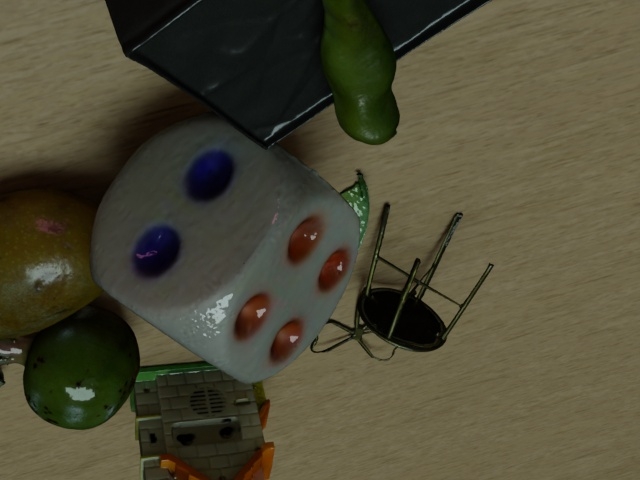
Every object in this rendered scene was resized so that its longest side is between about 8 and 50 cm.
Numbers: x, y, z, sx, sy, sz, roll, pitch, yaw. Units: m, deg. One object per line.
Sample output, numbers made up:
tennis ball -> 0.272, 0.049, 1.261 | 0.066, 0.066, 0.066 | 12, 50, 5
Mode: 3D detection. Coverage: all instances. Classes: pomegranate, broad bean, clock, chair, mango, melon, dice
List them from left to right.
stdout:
mango -> -0.412, 0.045, 1.308 | 0.329, 0.175, 0.176 | -28, 91, 10
pomegranate -> -0.373, 0.171, 1.454 | 0.224, 0.181, 0.181 | 21, 128, -7
clock -> -0.178, 0.322, 1.595 | 0.220, 0.255, 0.106 | -3, 135, -14
dice -> -0.111, 0.010, 1.238 | 0.251, 0.243, 0.259 | -57, 150, -7
melon -> 0.000, 0.000, 1.493 | 0.114, 0.053, 0.261 | 26, 120, -15
broad bean -> 0.019, -0.181, 0.972 | 0.098, 0.056, 0.318 | -27, 147, 13
chair -> 0.122, 0.111, 1.557 | 0.160, 0.170, 0.325 | 6, 126, -26

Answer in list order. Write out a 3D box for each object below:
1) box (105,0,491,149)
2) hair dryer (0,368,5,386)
box -> -0.020, -0.294, 1.019 | 0.345, 0.204, 0.251 | -32, 149, 17
hair dryer -> -0.584, 0.210, 1.499 | 0.219, 0.088, 0.225 | -15, 122, -12
